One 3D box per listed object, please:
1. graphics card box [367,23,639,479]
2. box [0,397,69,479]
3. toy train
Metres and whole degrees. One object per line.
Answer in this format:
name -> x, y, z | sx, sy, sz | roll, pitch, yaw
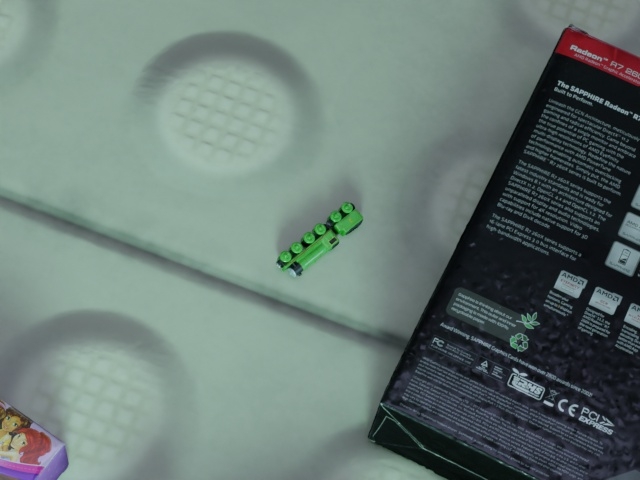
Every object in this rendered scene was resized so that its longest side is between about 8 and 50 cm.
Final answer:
graphics card box -> 0.217, 0.036, 1.125 | 0.233, 0.094, 0.371 | 25, 64, 6
box -> -0.356, 0.149, 1.036 | 0.293, 0.057, 0.201 | 32, 65, 10
toy train -> 0.000, 0.000, 1.163 | 0.083, 0.017, 0.023 | -39, 85, -20
